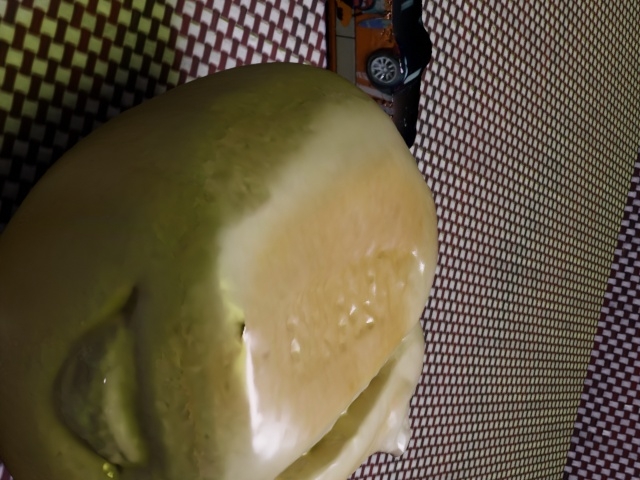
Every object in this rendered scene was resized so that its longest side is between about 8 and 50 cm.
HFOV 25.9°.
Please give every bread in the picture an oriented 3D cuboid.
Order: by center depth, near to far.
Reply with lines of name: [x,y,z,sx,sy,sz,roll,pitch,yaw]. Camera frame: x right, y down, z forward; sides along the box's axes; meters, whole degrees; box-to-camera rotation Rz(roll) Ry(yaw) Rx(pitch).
bread: [-0.086,0.052,1.080,0.376,0.253,0.348,-45,136,-53]

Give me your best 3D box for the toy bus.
toy bus: [0.062,-0.276,1.434,0.093,0.092,0.408,-45,141,-53]
